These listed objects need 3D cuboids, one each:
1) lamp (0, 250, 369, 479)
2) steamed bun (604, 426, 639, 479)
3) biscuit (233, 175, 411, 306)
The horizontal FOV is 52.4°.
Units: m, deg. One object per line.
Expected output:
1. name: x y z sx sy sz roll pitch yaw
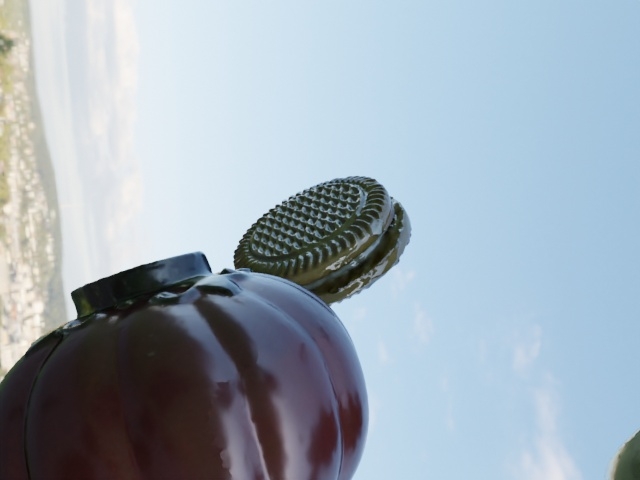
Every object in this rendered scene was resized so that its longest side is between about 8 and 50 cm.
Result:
1. lamp: -0.108 0.145 0.527 0.303 0.303 0.257 -24 -97 66
2. steamed bun: 0.407 0.201 0.501 0.290 0.273 0.272 43 -69 43
3. biscuit: 0.000 0.000 0.910 0.079 0.259 0.259 62 -13 -27
